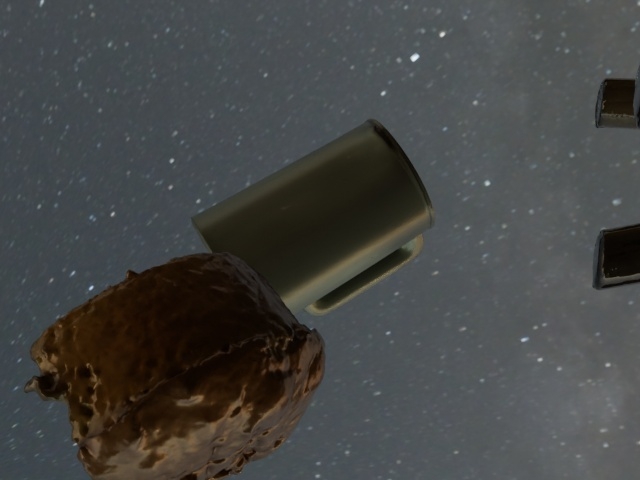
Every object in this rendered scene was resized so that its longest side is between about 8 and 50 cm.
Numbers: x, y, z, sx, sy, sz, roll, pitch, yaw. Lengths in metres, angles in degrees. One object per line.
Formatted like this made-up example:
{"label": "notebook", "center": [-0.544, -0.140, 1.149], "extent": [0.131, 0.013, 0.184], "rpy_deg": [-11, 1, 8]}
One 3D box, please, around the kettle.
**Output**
{"label": "kettle", "center": [0.003, 0.000, 1.453], "extent": [0.318, 0.205, 0.265], "rpy_deg": [-32, -73, -8]}

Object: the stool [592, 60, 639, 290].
{"label": "stool", "center": [0.371, -0.124, 0.842], "extent": [0.226, 0.310, 0.310], "rpy_deg": [6, -128, 9]}

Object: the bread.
{"label": "bread", "center": [-0.083, 0.085, 0.683], "extent": [0.143, 0.139, 0.229], "rpy_deg": [50, -165, 18]}
